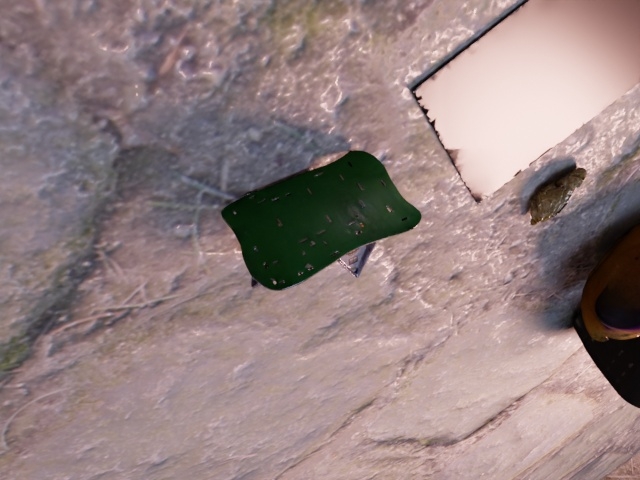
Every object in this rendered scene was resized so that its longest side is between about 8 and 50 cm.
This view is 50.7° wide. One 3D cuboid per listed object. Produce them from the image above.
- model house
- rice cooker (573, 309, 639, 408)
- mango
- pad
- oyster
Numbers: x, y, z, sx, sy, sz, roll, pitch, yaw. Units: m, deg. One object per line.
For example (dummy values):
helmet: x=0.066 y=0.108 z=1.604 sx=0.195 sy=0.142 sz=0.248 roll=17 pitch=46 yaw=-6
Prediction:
model house: x=0.000 y=0.000 z=0.660 sx=0.167 sy=0.117 sz=0.088 roll=-26 pitch=148 yaw=-15
rice cooker: x=0.626 y=0.170 z=1.237 sx=0.267 sy=0.224 sz=0.267 roll=-22 pitch=144 yaw=-17
mango: x=0.550 y=0.054 z=1.081 sx=0.287 sy=0.201 sz=0.152 roll=-37 pitch=126 yaw=-12
pad: x=0.284 y=-0.205 z=0.726 sx=0.367 sy=0.007 sz=0.247 roll=-38 pitch=144 yaw=6
oyster: x=0.311 y=-0.065 z=0.903 sx=0.083 sy=0.038 sz=0.081 roll=-53 pitch=176 yaw=-19
